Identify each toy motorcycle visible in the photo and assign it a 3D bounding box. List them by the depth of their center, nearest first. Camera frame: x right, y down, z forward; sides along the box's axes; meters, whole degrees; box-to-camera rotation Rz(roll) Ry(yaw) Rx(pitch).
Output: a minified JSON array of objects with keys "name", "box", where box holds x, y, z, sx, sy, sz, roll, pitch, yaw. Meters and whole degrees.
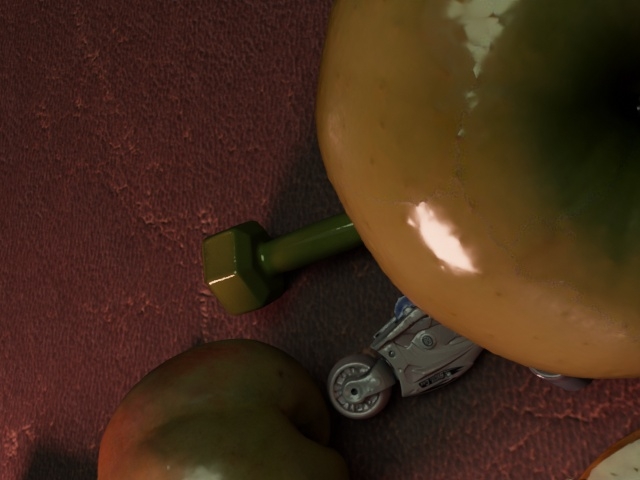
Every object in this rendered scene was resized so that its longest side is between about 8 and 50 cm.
[{"name":"toy motorcycle","box":[0.117,0.110,0.955,0.254,0.112,0.112,-45,56,8]}]

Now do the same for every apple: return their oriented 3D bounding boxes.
[{"name":"apple","box":[0.216,-0.114,0.738,0.473,0.473,0.474,-11,68,28]}]

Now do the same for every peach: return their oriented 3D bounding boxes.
[{"name":"peach","box":[-0.112,0.256,0.937,0.292,0.247,0.292,-6,70,18]}]

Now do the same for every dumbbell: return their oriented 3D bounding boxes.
[{"name":"dumbbell","box":[0.000,0.000,1.046,0.301,0.121,0.108,-20,93,23]}]

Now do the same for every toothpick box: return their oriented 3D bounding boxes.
[{"name":"toothpick box","box":[0.242,0.121,0.873,0.052,0.083,0.052,-11,68,27]}]

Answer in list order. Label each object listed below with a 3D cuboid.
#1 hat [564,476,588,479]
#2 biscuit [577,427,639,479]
[{"name":"hat","box":[0.247,0.360,0.722,0.236,0.107,0.286,25,82,45]},{"name":"biscuit","box":[0.315,0.321,0.785,0.204,0.040,0.309,-17,65,25]}]
